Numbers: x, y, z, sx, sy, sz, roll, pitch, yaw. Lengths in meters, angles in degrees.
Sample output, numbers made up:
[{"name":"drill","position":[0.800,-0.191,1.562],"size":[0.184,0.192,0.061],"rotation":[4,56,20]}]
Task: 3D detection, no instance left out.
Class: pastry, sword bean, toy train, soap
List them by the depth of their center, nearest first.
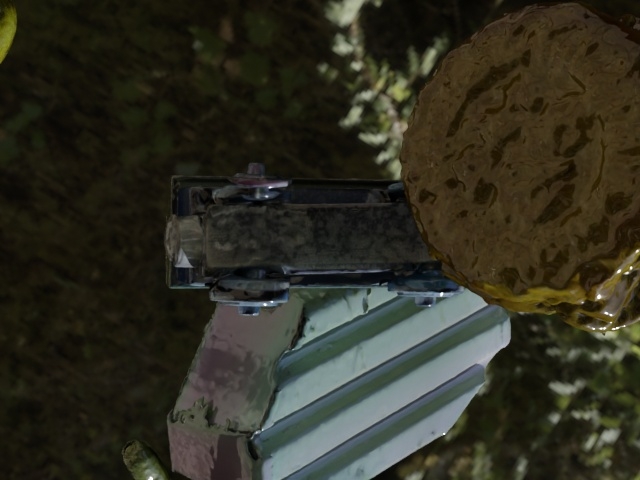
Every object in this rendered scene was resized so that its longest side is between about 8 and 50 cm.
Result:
[{"name":"pastry","position":[0.175,-0.053,0.946],"size":[0.240,0.132,0.235],"rotation":[-42,-126,34]},{"name":"toy train","position":[0.000,0.000,1.190],"size":[0.202,0.300,0.131],"rotation":[-178,-91,-76]},{"name":"sword bean","position":[-0.140,0.299,1.377],"size":[0.038,0.269,0.043],"rotation":[-19,-140,11]},{"name":"soap","position":[0.033,0.126,1.474],"size":[0.446,0.156,0.261],"rotation":[-25,122,-42]}]

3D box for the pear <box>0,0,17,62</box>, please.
[{"name":"pear","position":[-0.523,-0.275,1.617],"size":[0.307,0.253,0.253],"rotation":[-3,-135,46]}]
